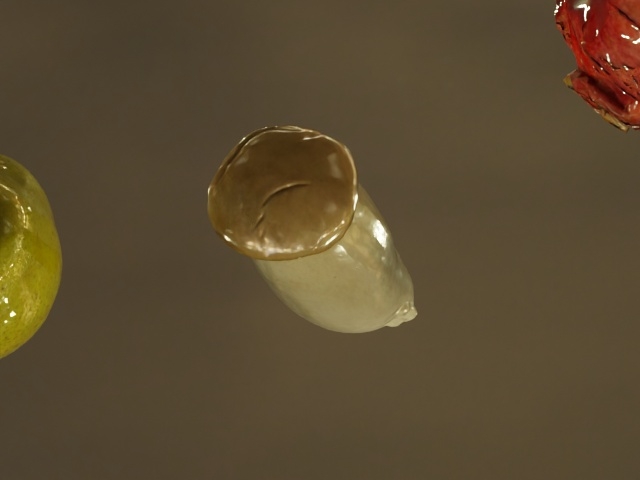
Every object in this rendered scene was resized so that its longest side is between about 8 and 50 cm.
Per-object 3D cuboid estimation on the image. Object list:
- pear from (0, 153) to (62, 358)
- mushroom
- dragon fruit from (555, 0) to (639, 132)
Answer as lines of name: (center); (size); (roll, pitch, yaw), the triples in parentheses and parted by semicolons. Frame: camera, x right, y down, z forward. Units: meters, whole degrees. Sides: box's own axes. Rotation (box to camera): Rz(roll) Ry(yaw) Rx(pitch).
pear: (-0.305, 0.016, 0.951); (0.198, 0.198, 0.198); (2, -126, -3)
mushroom: (0.004, 0.009, 1.137); (0.138, 0.407, 0.154); (-24, -105, 6)
dragon fruit: (0.300, -0.175, 0.747); (0.302, 0.295, 0.295); (5, -127, -14)
